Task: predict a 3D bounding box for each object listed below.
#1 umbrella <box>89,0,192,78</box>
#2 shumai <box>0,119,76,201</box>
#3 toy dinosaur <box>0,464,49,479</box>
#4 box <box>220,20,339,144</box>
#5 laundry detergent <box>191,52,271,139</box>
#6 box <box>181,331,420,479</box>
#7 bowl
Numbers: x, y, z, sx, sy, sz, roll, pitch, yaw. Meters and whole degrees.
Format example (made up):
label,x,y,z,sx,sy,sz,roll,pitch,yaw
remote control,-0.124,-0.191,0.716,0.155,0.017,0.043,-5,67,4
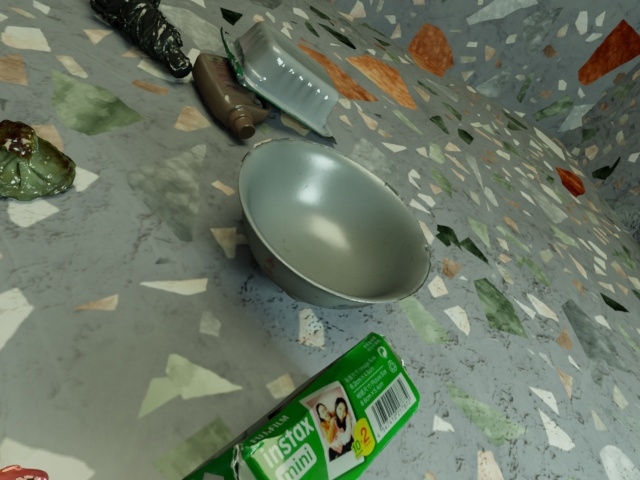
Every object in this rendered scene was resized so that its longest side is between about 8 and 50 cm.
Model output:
label,x,y,z,sx,sy,sz,roll,pitch,yaw
umbrella,-0.399,-0.511,0.968,0.336,0.128,0.154,44,54,0
shumai,-0.409,-0.120,0.581,0.099,0.087,0.123,44,38,12
toy dinosaur,-0.365,0.224,0.297,0.286,0.070,0.139,-11,48,-39
box,-0.076,-0.419,1.050,0.336,0.106,0.264,20,38,-42
laundry detergent,-0.182,-0.325,0.965,0.171,0.076,0.237,-6,54,-44
box,-0.014,0.219,0.460,0.250,0.180,0.103,-21,69,-48
bowl,0.000,0.000,0.706,0.345,0.157,0.346,20,41,-18
